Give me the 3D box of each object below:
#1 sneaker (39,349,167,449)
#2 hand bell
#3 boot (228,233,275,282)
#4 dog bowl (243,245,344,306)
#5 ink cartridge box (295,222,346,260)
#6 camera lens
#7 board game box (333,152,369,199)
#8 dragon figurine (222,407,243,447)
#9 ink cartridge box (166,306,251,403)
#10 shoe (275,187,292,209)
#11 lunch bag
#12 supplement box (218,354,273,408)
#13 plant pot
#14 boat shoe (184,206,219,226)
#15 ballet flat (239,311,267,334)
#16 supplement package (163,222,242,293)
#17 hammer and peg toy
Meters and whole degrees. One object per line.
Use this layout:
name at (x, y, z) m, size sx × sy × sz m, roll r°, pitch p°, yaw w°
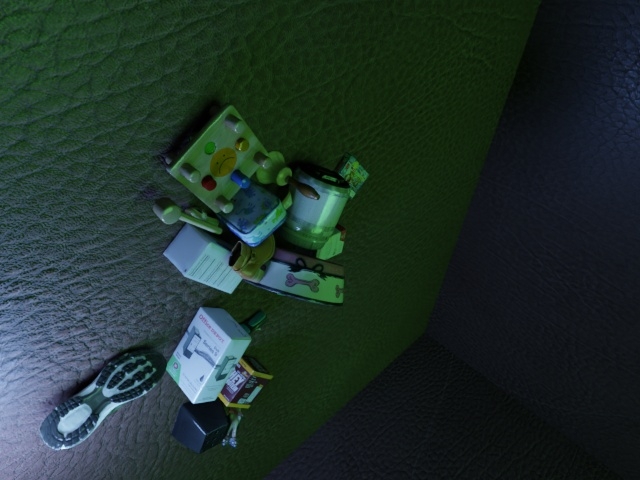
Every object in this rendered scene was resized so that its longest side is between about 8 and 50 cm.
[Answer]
sneaker at (-0.714, 0.517, 1.482) m, size 0.411 × 0.158 × 0.182 m, roll -34°, pitch 174°, yaw -33°
hand bell at (-0.092, -0.194, 1.475) m, size 0.126 × 0.242 × 0.126 m, roll -35°, pitch 144°, yaw -30°
boot at (-0.226, 0.031, 1.456) m, size 0.152 × 0.073 × 0.196 m, roll 42°, pitch 52°, yaw -53°
dog bowl at (-0.092, 0.120, 1.662) m, size 0.408 × 0.409 × 0.150 m, roll 19°, pitch 87°, yaw -58°
ink cartridge box at (0.000, 0.000, 1.896) m, size 0.176 × 0.127 × 0.128 m, roll -24°, pitch 138°, yaw -41°
camera lens at (-0.029, -0.131, 1.644) m, size 0.220 × 0.219 × 0.274 m, roll -4°, pitch 123°, yaw -52°
board game box at (0.124, -0.272, 1.889) m, size 0.136 × 0.035 × 0.201 m, roll -55°, pitch 149°, yaw 1°
dragon figurine at (-0.416, 0.841, 2.095) m, size 0.085 × 0.289 × 0.143 m, roll 16°, pitch 105°, yaw -14°
ink cartridge box at (-0.424, 0.423, 1.661) m, size 0.122 × 0.211 × 0.289 m, roll 21°, pitch 102°, yaw -56°
shoe at (-0.168, -0.087, 1.496) m, size 0.219 × 0.077 × 0.058 m, roll -50°, pitch 144°, yaw -26°
lunch bag at (-0.228, -0.092, 1.415) m, size 0.176 × 0.219 × 0.090 m, roll -46°, pitch 143°, yaw -13°
supplement box at (-0.360, 0.651, 2.043) m, size 0.194 × 0.129 × 0.191 m, roll -52°, pitch 148°, yaw -4°
plant pot at (-0.518, 0.821, 1.961) m, size 0.188 × 0.167 × 0.187 m, roll -7°, pitch 126°, yaw -52°
boat shoe at (-0.371, -0.077, 1.399) m, size 0.048 × 0.056 × 0.153 m, roll -60°, pitch 151°, yaw -9°
ballet flat at (-0.313, 0.384, 1.908) m, size 0.203 × 0.074 × 0.074 m, roll -32°, pitch 142°, yaw -36°
supplement package at (-0.364, 0.062, 1.457) m, size 0.133 × 0.139 × 0.244 m, roll -53°, pitch 150°, yaw -1°
hammer and peg toy at (-0.321, -0.188, 1.287) m, size 0.361 × 0.127 × 0.266 m, roll -51°, pitch 151°, yaw -6°
